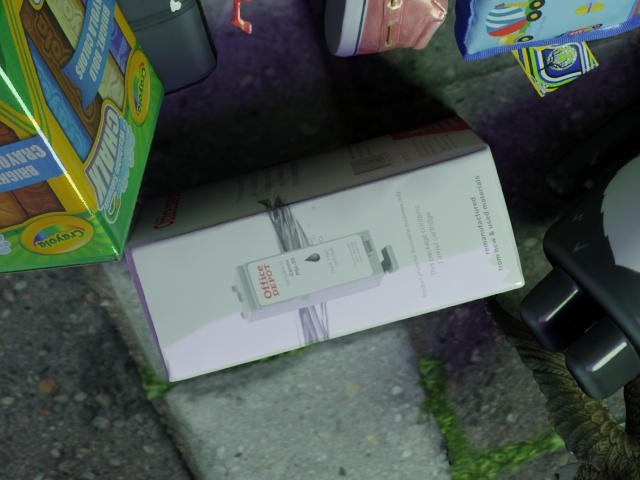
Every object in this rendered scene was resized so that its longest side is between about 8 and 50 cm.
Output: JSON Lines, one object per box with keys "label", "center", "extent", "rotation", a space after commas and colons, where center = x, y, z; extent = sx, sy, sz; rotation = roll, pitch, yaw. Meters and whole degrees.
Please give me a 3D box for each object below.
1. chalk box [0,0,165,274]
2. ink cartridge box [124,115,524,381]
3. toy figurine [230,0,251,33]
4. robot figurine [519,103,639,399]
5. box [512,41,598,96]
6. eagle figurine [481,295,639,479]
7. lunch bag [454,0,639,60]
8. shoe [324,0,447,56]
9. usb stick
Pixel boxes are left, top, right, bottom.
{"label": "chalk box", "center": [-0.233, -0.090, 1.291], "extent": [0.180, 0.179, 0.289], "rotation": [-8, 137, 20]}
{"label": "ink cartridge box", "center": [0.000, 0.000, 1.430], "extent": [0.283, 0.207, 0.117], "rotation": [-15, 101, 1]}
{"label": "toy figurine", "center": [0.061, -0.261, 1.159], "extent": [0.363, 0.217, 0.191], "rotation": [-26, 111, 2]}
{"label": "robot figurine", "center": [0.296, 0.005, 1.487], "extent": [0.278, 0.173, 0.209], "rotation": [-41, 103, 1]}
{"label": "box", "center": [0.152, -0.191, 1.397], "extent": [0.054, 0.059, 0.169], "rotation": [-30, 133, 12]}
{"label": "eagle figurine", "center": [0.263, 0.172, 1.591], "extent": [0.225, 0.298, 0.226], "rotation": [-10, 159, 28]}
{"label": "lunch bag", "center": [0.206, -0.242, 1.214], "extent": [0.293, 0.138, 0.221], "rotation": [-22, 156, -17]}
{"label": "shoe", "center": [0.056, -0.213, 1.356], "extent": [0.081, 0.063, 0.178], "rotation": [-4, 137, -15]}
{"label": "usb stick", "center": [-0.141, -0.217, 1.312], "extent": [0.077, 0.045, 0.278], "rotation": [-15, 134, 2]}
